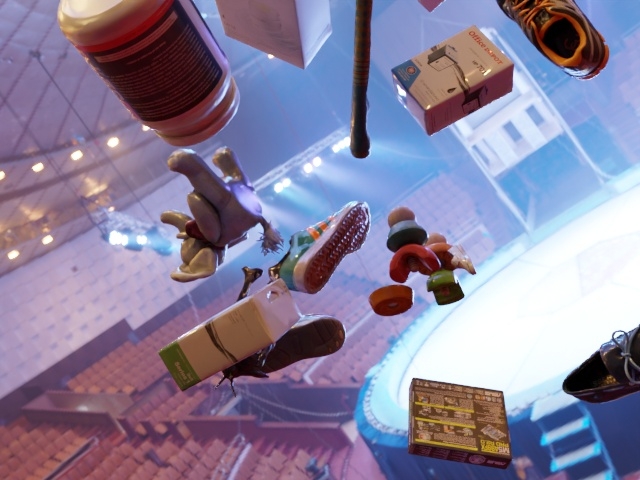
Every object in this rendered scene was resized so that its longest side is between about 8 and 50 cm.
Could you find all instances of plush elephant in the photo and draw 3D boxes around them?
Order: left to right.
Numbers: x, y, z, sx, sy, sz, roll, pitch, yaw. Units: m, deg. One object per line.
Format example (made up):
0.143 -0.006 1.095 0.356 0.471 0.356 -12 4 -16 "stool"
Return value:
-0.276 -0.042 1.464 0.255 0.330 0.272 -37 4 20 "plush elephant"

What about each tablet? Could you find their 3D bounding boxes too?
0.286 -0.602 1.451 0.083 0.054 0.006 -33 45 35 "tablet"

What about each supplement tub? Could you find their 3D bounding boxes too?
-0.265 -0.302 0.959 0.191 0.191 0.272 -36 -38 -3 "supplement tub"

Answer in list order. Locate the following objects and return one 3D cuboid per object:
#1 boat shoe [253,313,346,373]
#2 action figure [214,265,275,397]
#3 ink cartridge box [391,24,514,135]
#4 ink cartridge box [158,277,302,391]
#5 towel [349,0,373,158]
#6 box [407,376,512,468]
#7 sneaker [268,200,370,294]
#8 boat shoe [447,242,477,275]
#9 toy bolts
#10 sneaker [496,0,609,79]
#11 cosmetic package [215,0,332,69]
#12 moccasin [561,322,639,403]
-0.109 0.279 1.622 0.355 0.132 0.130 -7 4 -4 "boat shoe"
-0.168 0.207 1.322 0.141 0.164 0.276 141 152 -69 "action figure"
0.254 -0.310 1.144 0.190 0.140 0.082 -30 -33 -1 "ink cartridge box"
-0.162 0.172 1.100 0.219 0.093 0.160 -30 1 21 "ink cartridge box"
0.079 -0.361 1.042 0.040 0.370 0.271 2 31 2 "towel"
0.380 0.501 1.640 0.216 0.270 0.060 -81 -2 -48 "box"
0.000 0.000 1.284 0.121 0.108 0.302 8 36 34 "sneaker"
0.269 0.041 1.135 0.035 0.035 0.100 -28 31 7 "boat shoe"
0.183 0.038 1.270 0.218 0.158 0.228 -19 -36 15 "toy bolts"
0.300 -0.307 0.793 0.083 0.215 0.084 -19 -23 -50 "sneaker"
-0.107 -0.528 1.286 0.138 0.224 0.225 -58 -16 -19 "cosmetic package"
0.661 0.274 1.277 0.116 0.138 0.342 4 -43 -20 "moccasin"
